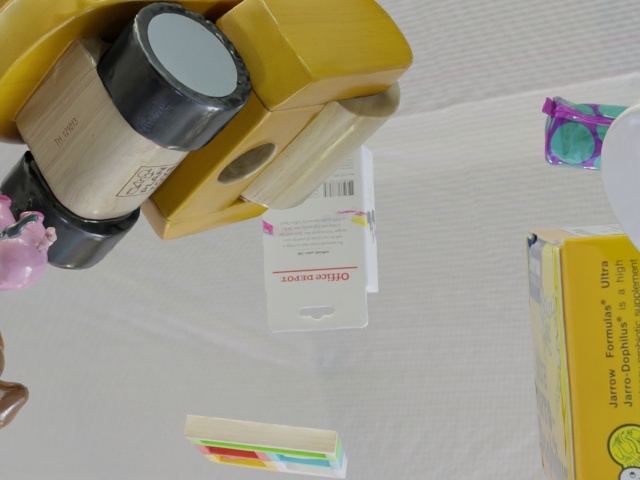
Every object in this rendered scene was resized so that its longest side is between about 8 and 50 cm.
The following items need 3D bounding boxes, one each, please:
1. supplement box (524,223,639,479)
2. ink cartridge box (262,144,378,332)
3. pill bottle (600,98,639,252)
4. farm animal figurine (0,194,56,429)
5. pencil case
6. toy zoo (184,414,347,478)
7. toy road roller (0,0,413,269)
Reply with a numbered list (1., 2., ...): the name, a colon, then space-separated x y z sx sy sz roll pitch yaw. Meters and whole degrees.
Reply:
1. supplement box: 0.334 0.077 0.938 0.357 0.194 0.195 -4 -88 3
2. ink cartridge box: 0.000 0.000 1.337 0.104 0.061 0.181 -3 -98 12
3. pill bottle: 0.291 -0.083 0.762 0.153 0.265 0.153 40 -30 30
4. farm animal figurine: -0.330 0.078 0.872 0.330 0.327 0.172 101 -14 -65
5. pencil case: 0.269 -0.089 1.163 0.152 0.064 0.070 7 -27 19
6. toy zoo: -0.064 0.281 1.802 0.192 0.293 0.030 6 -107 5
7. toy road roller: -0.117 -0.143 1.023 0.202 0.329 0.240 -43 -109 35
